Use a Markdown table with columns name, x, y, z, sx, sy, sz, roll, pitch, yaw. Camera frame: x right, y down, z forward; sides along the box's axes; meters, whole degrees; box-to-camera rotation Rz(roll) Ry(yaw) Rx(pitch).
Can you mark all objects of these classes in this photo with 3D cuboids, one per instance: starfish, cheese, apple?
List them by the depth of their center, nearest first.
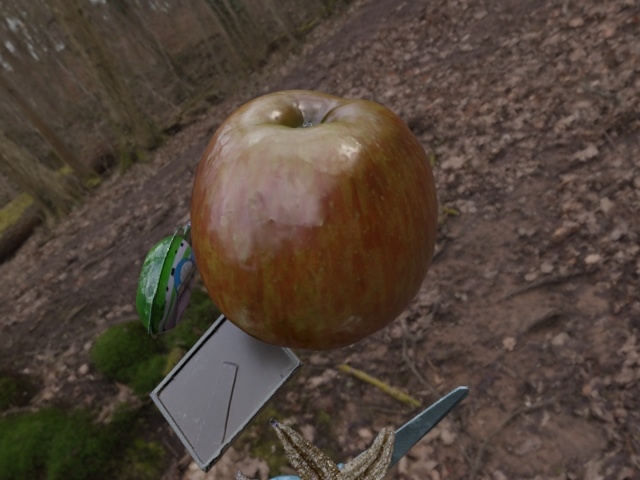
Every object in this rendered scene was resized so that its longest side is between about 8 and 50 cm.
| name | x | y | z | sx | sy | sz | roll | pitch | yaw |
| --- | --- | --- | --- | --- | --- | --- | --- | --- | --- |
| apple | -0.008 | -0.040 | 0.791 | 0.277 | 0.250 | 0.309 | -16 | 51 | -1 |
| starfish | 0.004 | 0.326 | 0.906 | 0.240 | 0.227 | 0.043 | -56 | -18 | -18 |
| cheese | -0.268 | 0.055 | 1.336 | 0.320 | 0.083 | 0.204 | -79 | 3 | -63 |

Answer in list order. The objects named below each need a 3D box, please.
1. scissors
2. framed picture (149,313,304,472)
| name | x | y | z | sx | sy | sz | roll | pitch | yaw |
| --- | --- | --- | --- | --- | --- | --- | --- | --- | --- |
| scissors | 0.078 | 0.369 | 1.187 | 0.447 | 0.192 | 0.029 | -45 | 12 | 23 |
| framed picture | -0.191 | 0.277 | 1.445 | 0.289 | 0.213 | 0.016 | -49 | -31 | 5 |
